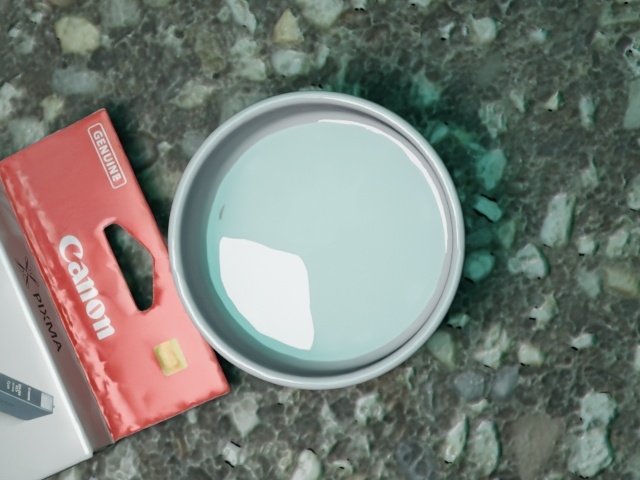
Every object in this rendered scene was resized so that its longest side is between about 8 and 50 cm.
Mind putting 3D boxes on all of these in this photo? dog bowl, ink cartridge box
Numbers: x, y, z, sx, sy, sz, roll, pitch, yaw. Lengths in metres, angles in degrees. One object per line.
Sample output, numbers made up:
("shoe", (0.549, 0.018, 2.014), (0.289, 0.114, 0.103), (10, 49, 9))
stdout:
("dog bowl", (0.000, 0.000, 1.530), (0.265, 0.104, 0.265), (0, 89, 6))
("ink cartridge box", (-0.262, 0.062, 1.562), (0.261, 0.066, 0.296), (-25, 87, 15))
